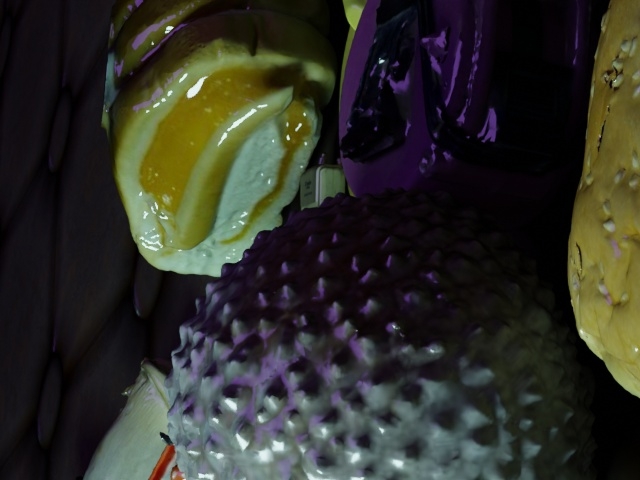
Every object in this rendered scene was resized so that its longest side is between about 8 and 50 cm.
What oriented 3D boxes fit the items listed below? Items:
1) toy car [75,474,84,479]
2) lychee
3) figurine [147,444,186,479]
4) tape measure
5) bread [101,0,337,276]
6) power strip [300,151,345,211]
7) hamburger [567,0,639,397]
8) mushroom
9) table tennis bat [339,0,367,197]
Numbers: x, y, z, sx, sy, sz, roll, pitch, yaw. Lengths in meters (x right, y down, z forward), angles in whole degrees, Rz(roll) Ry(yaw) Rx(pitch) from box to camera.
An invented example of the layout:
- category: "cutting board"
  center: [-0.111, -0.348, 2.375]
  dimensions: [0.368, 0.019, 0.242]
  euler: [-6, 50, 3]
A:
- category: "toy car"
  center: [-0.296, 0.366, 2.042]
  dimensions: [0.191, 0.100, 0.097]
  euler: [-28, 53, 39]
- category: "lychee"
  center: [0.045, 0.112, 1.053]
  dimensions: [0.300, 0.300, 0.300]
  euler: [-171, 90, -68]
- category: "figurine"
  center: [-0.027, 0.277, 1.324]
  dimensions: [0.160, 0.184, 0.226]
  euler: [119, 141, -54]
- category: "tape measure"
  center: [0.102, -0.130, 1.177]
  dimensions: [0.231, 0.149, 0.245]
  euler: [153, 124, -62]
- category: "bread"
  center: [-0.120, -0.177, 1.662]
  dimensions: [0.300, 0.210, 0.341]
  euler: [124, 152, -48]
- category: "power strip"
  center: [0.000, 0.000, 1.510]
  dimensions: [0.076, 0.028, 0.168]
  euler: [162, 109, -74]
- category: "hamburger"
  center: [0.227, -0.043, 0.852]
  dimensions: [0.259, 0.145, 0.283]
  euler: [-156, 71, -65]
- category: "mushroom"
  center: [-0.198, 0.324, 1.770]
  dimensions: [0.177, 0.126, 0.397]
  euler: [-36, 47, 47]
- category: "table tennis bat"
  center: [0.052, -0.185, 1.462]
  dimensions: [0.224, 0.054, 0.368]
  euler: [119, 148, -52]
